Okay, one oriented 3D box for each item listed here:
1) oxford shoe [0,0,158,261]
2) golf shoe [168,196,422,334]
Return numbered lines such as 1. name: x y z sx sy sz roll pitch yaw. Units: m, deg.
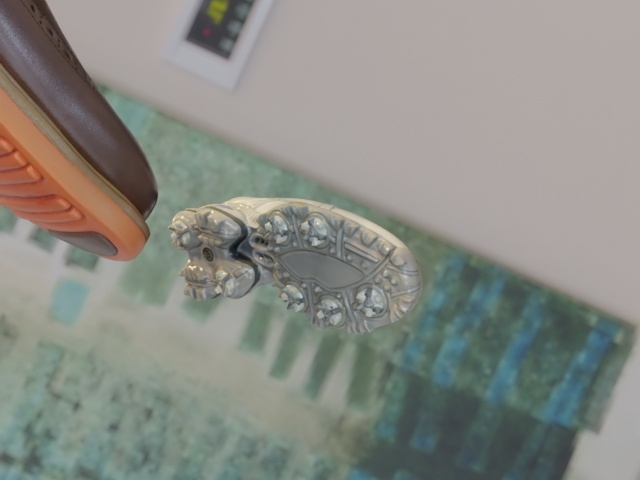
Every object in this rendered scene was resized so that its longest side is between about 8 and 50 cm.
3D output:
1. oxford shoe: -0.162 -0.149 0.653 0.133 0.363 0.130 -45 25 -23
2. golf shoe: 0.000 0.000 0.852 0.086 0.176 0.069 -23 -66 -39
